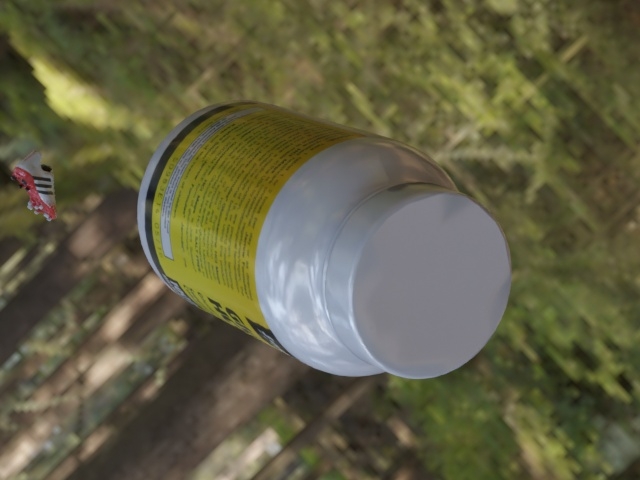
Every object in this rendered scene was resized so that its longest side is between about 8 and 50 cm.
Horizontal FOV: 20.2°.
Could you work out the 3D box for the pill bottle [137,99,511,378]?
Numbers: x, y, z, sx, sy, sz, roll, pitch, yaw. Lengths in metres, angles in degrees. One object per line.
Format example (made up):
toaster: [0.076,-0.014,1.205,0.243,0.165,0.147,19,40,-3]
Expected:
pill bottle: [0.000,0.000,1.431,0.188,0.188,0.334,41,170,-30]

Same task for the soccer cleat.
soccer cleat: [-0.249,-0.048,1.605,0.029,0.035,0.083,25,158,28]
